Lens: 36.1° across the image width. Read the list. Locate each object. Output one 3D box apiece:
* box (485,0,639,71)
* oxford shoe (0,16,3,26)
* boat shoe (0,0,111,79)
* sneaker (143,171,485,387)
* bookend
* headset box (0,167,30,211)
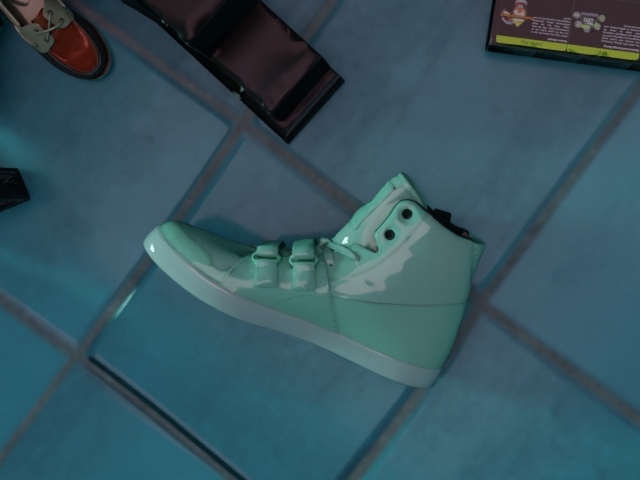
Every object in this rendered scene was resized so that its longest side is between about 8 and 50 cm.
[{"bbox_3d":[0.236,-0.227,0.761,0.191,0.045,0.184,8,96,5],"label":"box"},{"bbox_3d":[-0.325,-0.104,0.796,0.096,0.083,0.227,31,80,-32],"label":"oxford shoe"},{"bbox_3d":[-0.232,-0.186,0.818,0.049,0.043,0.137,-45,88,5],"label":"boat shoe"},{"bbox_3d":[0.000,0.000,0.771,0.256,0.094,0.151,22,101,-4],"label":"sneaker"},{"bbox_3d":[-0.068,-0.155,0.743,0.157,0.156,0.072,43,96,2],"label":"bookend"},{"bbox_3d":[-0.289,-0.035,0.821,0.083,0.062,0.032,-23,90,8],"label":"headset box"}]
